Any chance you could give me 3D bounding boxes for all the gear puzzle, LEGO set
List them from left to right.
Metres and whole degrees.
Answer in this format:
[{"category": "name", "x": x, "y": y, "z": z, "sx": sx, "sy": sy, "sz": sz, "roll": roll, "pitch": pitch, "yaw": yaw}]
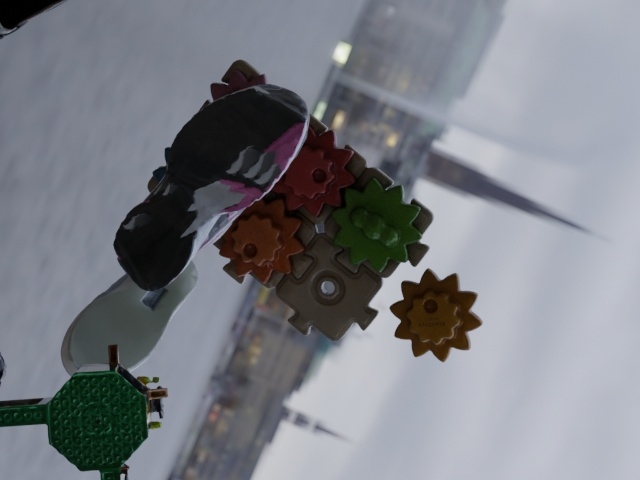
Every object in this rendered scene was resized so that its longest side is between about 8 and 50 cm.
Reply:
[{"category": "LEGO set", "x": -0.203, "y": 0.217, "z": 1.093, "sx": 0.192, "sy": 0.254, "sz": 0.331, "roll": -173, "pitch": -109, "yaw": -86}, {"category": "gear puzzle", "x": 0.000, "y": 0.000, "z": 1.559, "sx": 0.175, "sy": 0.339, "sz": 0.044, "roll": -52, "pitch": 175, "yaw": 16}]

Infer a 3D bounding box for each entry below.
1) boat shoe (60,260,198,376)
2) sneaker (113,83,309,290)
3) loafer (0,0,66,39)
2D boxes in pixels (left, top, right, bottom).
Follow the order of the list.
[{"category": "boat shoe", "x": -0.201, "y": 0.087, "z": 1.716, "sx": 0.081, "sy": 0.079, "sz": 0.227, "roll": -42, "pitch": -175, "yaw": 36}, {"category": "sneaker", "x": -0.071, "y": -0.046, "z": 1.155, "sx": 0.178, "sy": 0.072, "sz": 0.077, "roll": -41, "pitch": -178, "yaw": 29}, {"category": "loafer", "x": -0.276, "y": -0.228, "z": 1.493, "sx": 0.096, "sy": 0.267, "sz": 0.084, "roll": 45, "pitch": 20, "yaw": -53}]
